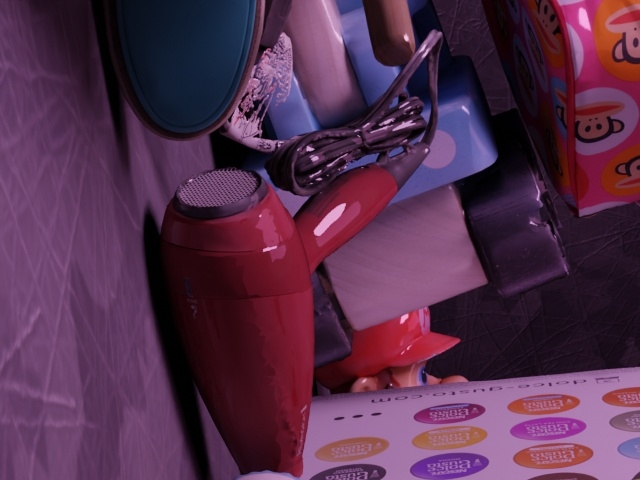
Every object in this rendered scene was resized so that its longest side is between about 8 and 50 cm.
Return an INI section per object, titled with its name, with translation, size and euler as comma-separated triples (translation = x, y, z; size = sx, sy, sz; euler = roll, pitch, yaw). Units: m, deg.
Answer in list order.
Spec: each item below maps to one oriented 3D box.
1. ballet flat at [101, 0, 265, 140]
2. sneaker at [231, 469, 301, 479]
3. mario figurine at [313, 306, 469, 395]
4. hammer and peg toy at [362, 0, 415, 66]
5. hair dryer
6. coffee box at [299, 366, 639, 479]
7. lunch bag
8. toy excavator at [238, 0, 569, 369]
[ballet flat]
translation = -0.075, -0.178, 0.885
size = 0.086, 0.086, 0.248
euler = -80, 169, -74
[sneaker]
translation = -0.021, 0.245, 0.935
size = 0.092, 0.087, 0.228
euler = -49, 124, -74
[mario figurine]
translation = 0.090, 0.208, 1.625
size = 0.198, 0.170, 0.320
euler = 10, -78, 59
[hammer and peg toy]
translation = 0.056, -0.263, 0.813
size = 0.361, 0.127, 0.266
euler = 87, -11, -64
[hair dryer]
translation = 0.000, 0.000, 0.994
size = 0.223, 0.080, 0.293
euler = 20, 86, -49
[coffee box]
translation = 0.140, 0.294, 1.168
size = 0.334, 0.337, 0.338
euler = -68, 150, -78
[lunch bag]
translation = 0.185, -0.165, 1.291
size = 0.258, 0.120, 0.293
euler = 80, -4, -53
[toy excavator]
translation = -0.002, -0.139, 1.229
size = 0.433, 0.222, 0.445
euler = -72, 140, -76
